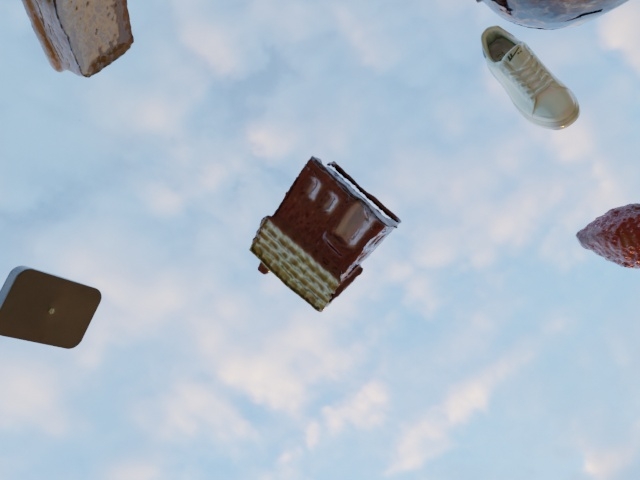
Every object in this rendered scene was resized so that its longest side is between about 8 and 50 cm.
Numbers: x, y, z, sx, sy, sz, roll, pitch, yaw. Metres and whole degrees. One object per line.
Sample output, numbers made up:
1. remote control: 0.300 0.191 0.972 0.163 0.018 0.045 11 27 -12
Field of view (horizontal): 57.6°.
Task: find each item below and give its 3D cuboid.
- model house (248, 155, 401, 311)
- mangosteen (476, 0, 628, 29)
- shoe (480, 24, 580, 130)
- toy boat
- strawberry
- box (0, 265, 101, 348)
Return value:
1. model house: 0.000 0.000 1.091 0.196 0.160 0.254 42 -72 10
2. mangosteen: 0.218 -0.320 0.491 0.235 0.235 0.261 38 -67 -24
3. shoe: 0.397 -0.324 1.143 0.095 0.265 0.110 -40 -39 13
4. toy boat: -0.301 -0.300 0.721 0.116 0.061 0.188 -49 -21 -30
5. strawberry: 0.536 -0.003 1.013 0.148 0.131 0.131 -25 -68 16
6. box: -0.355 0.086 0.754 0.126 0.031 0.091 30 -98 -53
